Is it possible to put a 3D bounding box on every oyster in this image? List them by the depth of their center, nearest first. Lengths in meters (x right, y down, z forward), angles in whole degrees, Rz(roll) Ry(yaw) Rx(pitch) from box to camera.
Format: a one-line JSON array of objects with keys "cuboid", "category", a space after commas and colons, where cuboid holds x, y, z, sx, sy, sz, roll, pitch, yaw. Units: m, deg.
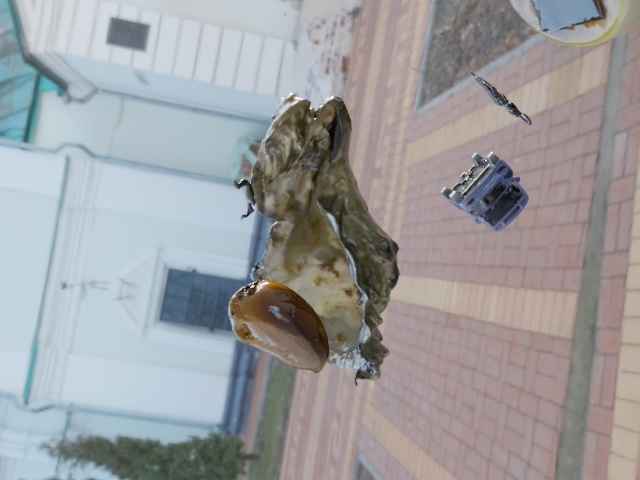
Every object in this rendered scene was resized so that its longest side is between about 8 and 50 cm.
[{"cuboid": [-0.004, -0.002, 0.838, 0.133, 0.197, 0.337, -39, -57, -40], "category": "oyster"}]

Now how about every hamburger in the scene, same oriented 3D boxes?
[{"cuboid": [0.391, -0.420, 1.034, 0.276, 0.179, 0.294, 62, 160, -14], "category": "hamburger"}]

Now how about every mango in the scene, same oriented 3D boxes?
[{"cuboid": [-0.040, 0.092, 0.788, 0.077, 0.127, 0.063, -48, 8, 29], "category": "mango"}]

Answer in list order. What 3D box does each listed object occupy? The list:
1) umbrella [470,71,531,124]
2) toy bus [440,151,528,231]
[{"cuboid": [0.208, -0.164, 0.849, 0.022, 0.013, 0.122, 51, -176, -45], "category": "umbrella"}, {"cuboid": [0.347, -0.098, 1.532, 0.125, 0.133, 0.292, -48, 1, 7], "category": "toy bus"}]
